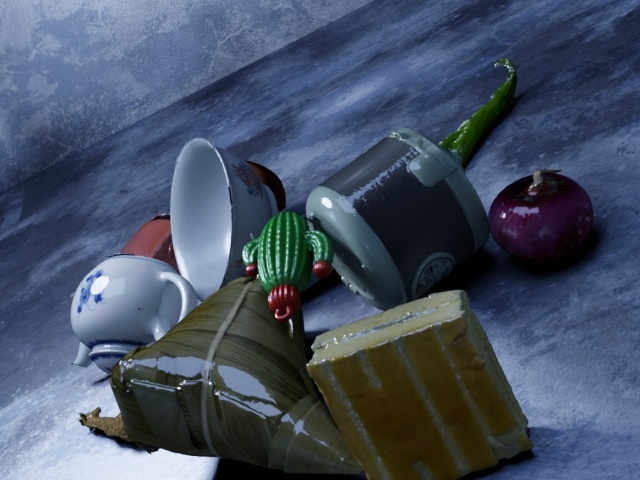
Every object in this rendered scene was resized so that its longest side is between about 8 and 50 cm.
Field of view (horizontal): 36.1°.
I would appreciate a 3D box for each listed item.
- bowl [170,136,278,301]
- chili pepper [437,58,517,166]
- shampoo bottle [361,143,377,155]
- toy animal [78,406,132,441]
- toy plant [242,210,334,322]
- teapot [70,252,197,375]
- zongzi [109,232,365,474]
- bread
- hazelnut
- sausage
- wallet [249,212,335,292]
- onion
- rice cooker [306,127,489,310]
[{"bbox_3d":[-0.188,-0.046,2.069,0.157,0.346,0.345,-2,11,-29],"label":"bowl"},{"bbox_3d":[0.358,-0.279,2.222,0.084,0.076,0.359,21,54,25],"label":"chili pepper"},{"bbox_3d":[0.173,-0.149,2.165,0.118,0.087,0.234,-39,26,-11],"label":"shampoo bottle"},{"bbox_3d":[-0.366,0.341,1.883,0.275,0.054,0.149,-21,24,22],"label":"toy animal"},{"bbox_3d":[-0.049,0.038,1.700,0.154,0.088,0.240,-33,37,-5],"label":"toy plant"},{"bbox_3d":[-0.385,0.182,2.009,0.424,0.252,0.280,-18,60,44],"label":"teapot"},{"bbox_3d":[-0.035,0.215,1.683,0.466,0.218,0.500,13,31,24],"label":"zongzi"},{"bbox_3d":[0.140,0.216,1.347,0.239,0.246,0.111,-21,15,19],"label":"bread"},{"bbox_3d":[-0.196,-0.062,2.291,0.217,0.217,0.252,5,66,51],"label":"hazelnut"},{"bbox_3d":[-0.399,0.045,2.360,0.152,0.152,0.280,-14,29,32],"label":"sausage"},{"bbox_3d":[0.000,0.000,2.063,0.360,0.083,0.252,-34,24,3],"label":"wallet"},{"bbox_3d":[0.373,-0.043,1.676,0.177,0.153,0.177,-37,18,14],"label":"onion"},{"bbox_3d":[0.145,-0.039,1.781,0.277,0.288,0.288,-36,25,-14],"label":"rice cooker"}]
